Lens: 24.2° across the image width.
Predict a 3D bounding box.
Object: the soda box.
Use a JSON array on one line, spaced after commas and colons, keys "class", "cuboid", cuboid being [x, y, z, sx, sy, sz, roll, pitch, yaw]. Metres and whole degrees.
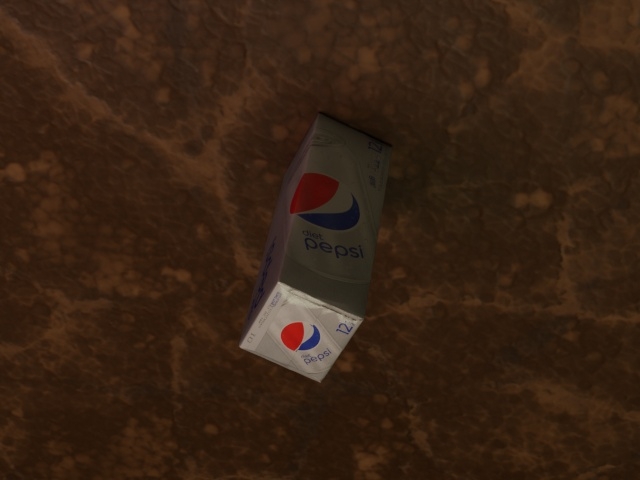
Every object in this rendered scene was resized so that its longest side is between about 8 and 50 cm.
[{"class": "soda box", "cuboid": [0.000, 0.000, 1.481, 0.091, 0.286, 0.098, 24, 128, -9]}]
